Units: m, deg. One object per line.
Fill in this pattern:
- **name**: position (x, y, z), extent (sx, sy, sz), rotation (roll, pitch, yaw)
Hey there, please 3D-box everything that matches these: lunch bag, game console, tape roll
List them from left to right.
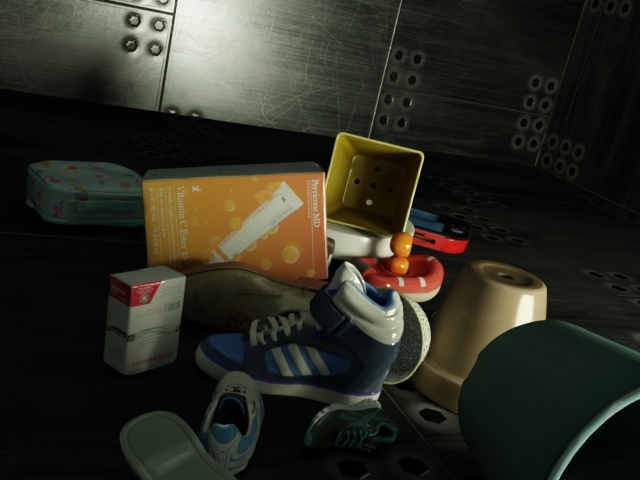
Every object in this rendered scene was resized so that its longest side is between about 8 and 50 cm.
- **lunch bag**: position (-0.549, -0.106, 1.826), extent (0.279, 0.108, 0.224), rotation (-2, 26, -36)
- **tape roll**: position (0.049, -0.046, 1.997), extent (0.392, 0.072, 0.392), rotation (11, 18, -4)
- **game console**: position (0.266, -0.065, 2.355), extent (0.386, 0.060, 0.342), rotation (17, 18, 10)

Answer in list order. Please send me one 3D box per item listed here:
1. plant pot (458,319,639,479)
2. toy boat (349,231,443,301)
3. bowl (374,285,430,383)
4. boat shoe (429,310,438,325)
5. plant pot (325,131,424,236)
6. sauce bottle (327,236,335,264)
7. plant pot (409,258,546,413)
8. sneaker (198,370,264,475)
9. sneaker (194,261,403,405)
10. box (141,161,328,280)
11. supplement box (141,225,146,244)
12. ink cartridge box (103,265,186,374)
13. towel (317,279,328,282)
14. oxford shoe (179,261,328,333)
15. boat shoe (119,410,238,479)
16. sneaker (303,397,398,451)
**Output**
- **plant pot**: position (0.355, 0.271, 0.994), extent (0.341, 0.341, 0.334), rotation (9, 10, -13)
- **toy boat**: position (0.181, 0.053, 1.777), extent (0.231, 0.151, 0.151), rotation (2, 21, -30)
- **bowl**: position (0.137, 0.161, 1.353), extent (0.080, 0.170, 0.170), rotation (-4, 24, -44)
- **boat shoe**: position (0.308, 0.197, 1.581), extent (0.183, 0.065, 0.083), rotation (13, 19, 19)
- **plant pot**: position (0.128, -0.136, 1.910), extent (0.212, 0.212, 0.187), rotation (15, 6, 6)
- **sauce bottle**: position (-0.138, -0.025, 1.741), extent (0.344, 0.111, 0.111), rotation (26, 15, -10)
- **plant pot**: position (0.306, 0.165, 1.396), extent (0.263, 0.229, 0.263), rotation (13, 17, -4)
- **sneaker**: position (-0.121, 0.241, 1.097), extent (0.085, 0.086, 0.237), rotation (10, 16, -4)
- **sneaker**: position (-0.026, 0.129, 1.251), extent (0.322, 0.236, 0.130), rotation (13, 17, -2)
- **box**: position (-0.167, -0.034, 1.525), extent (0.345, 0.215, 0.168), rotation (-4, 13, -7)
- **supplement box**: position (-0.322, -0.003, 1.709), extent (0.104, 0.081, 0.188), rotation (5, 19, -27)
- **ink cartridge box**: position (-0.282, 0.126, 1.231), extent (0.063, 0.150, 0.109), rotation (21, 19, 36)
- **towel**: position (-0.004, 0.135, 1.582), extent (0.370, 0.040, 0.271), rotation (17, 19, 12)
- **oxford shoe**: position (-0.124, 0.124, 1.384), extent (0.348, 0.123, 0.130), rotation (4, 29, 5)
- **boat shoe**: position (-0.141, 0.308, 0.863), extent (0.114, 0.091, 0.302), rotation (-16, 30, -20)
- **sneaker**: position (0.051, 0.281, 1.137), extent (0.166, 0.065, 0.076), rotation (-6, 29, -42)
